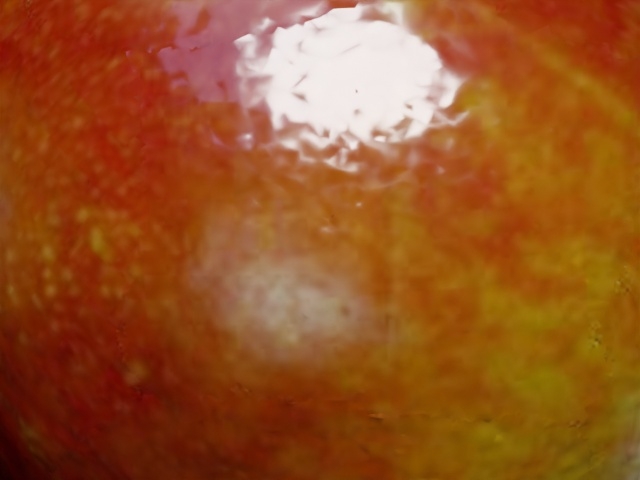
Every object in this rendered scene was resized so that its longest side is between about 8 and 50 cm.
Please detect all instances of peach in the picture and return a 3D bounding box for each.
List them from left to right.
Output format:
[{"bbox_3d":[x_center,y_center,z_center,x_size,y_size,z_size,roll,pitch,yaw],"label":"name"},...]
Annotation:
[{"bbox_3d":[0.000,0.000,0.801,0.388,0.388,0.388,-14,35,10],"label":"peach"}]
